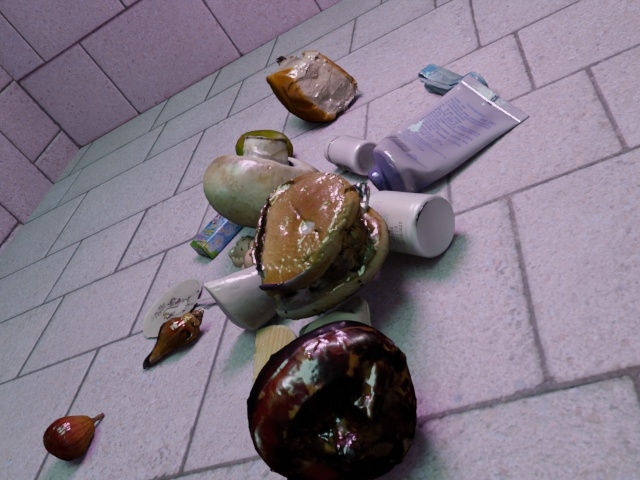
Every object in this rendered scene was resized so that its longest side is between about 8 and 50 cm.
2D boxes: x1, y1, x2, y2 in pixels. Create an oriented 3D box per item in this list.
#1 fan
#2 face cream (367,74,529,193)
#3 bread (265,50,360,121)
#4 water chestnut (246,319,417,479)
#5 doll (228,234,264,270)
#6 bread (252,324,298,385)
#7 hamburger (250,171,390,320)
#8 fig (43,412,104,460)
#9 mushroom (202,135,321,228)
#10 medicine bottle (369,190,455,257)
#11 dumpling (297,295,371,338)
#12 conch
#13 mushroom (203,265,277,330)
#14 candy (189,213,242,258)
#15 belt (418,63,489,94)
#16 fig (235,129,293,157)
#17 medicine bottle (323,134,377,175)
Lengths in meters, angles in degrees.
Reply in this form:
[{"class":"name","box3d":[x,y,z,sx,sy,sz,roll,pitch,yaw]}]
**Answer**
[{"class":"fan","box3d":[-0.384,0.188,1.830,0.415,0.012,0.233,-13,39,39]},{"class":"face cream","box3d":[0.305,-0.270,1.637,0.420,0.137,0.235,-36,52,-6]},{"class":"bread","box3d":[-0.043,-0.556,2.242,0.225,0.279,0.250,-55,32,-3]},{"class":"water chestnut","box3d":[0.030,0.286,1.028,0.300,0.300,0.300,-26,33,18]},{"class":"doll","box3d":[-0.171,0.033,1.743,0.154,0.119,0.278,-41,22,-11]},{"class":"bread","box3d":[-0.098,0.258,1.433,0.112,0.036,0.193,-24,31,11]},{"class":"hamburger","box3d":[0.000,0.000,1.333,0.277,0.195,0.318,-16,43,31]},{"class":"fig","box3d":[-0.631,0.484,1.591,0.119,0.119,0.153,5,49,48]},{"class":"mushroom","box3d":[-0.161,-0.165,1.779,0.352,0.352,0.260,16,103,53]},{"class":"medicine bottle","box3d":[0.174,-0.045,1.455,0.258,0.143,0.143,13,56,50]},{"class":"dumpling","box3d":[0.022,0.220,1.268,0.162,0.132,0.250,-9,40,32]},{"class":"conch","box3d":[-0.406,0.259,1.695,0.233,0.080,0.086,-28,24,17]},{"class":"mushroom","box3d":[-0.084,0.054,1.560,0.397,0.177,0.126,-41,33,-15]},{"class":"candy","box3d":[-0.324,-0.033,2.017,0.097,0.062,0.194,14,58,51]},{"class":"belt","box3d":[0.390,-0.473,1.858,0.072,0.087,0.302,-44,31,-1]},{"class":"fig","box3d":[-0.199,-0.303,2.152,0.181,0.191,0.181,-90,26,-73]},{"class":"medicine bottle","box3d":[0.093,-0.258,1.858,0.103,0.102,0.187,-44,31,-12]}]
